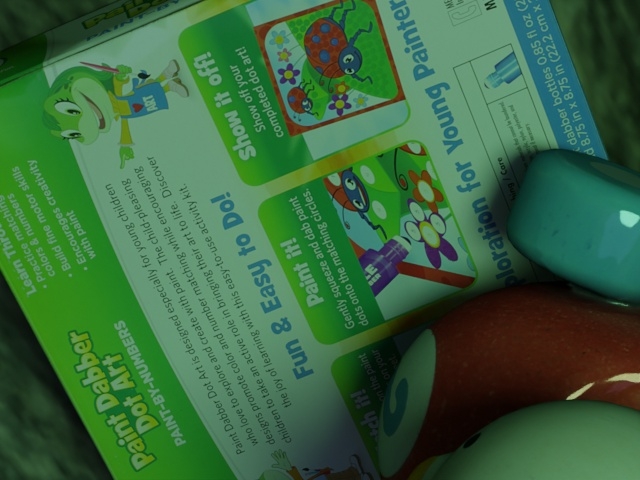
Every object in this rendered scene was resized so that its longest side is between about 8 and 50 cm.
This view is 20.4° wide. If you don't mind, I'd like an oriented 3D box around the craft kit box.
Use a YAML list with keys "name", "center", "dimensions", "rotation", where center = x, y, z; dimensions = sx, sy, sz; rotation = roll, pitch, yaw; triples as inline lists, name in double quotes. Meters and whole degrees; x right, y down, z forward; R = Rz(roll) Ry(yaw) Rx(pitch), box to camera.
- name: "craft kit box"
  center: [0.000, 0.000, 0.746]
  dimensions: [0.247, 0.061, 0.250]
  rotation: [-23, 114, 1]

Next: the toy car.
- name: "toy car"
  center: [0.081, 0.098, 0.611]
  dimensions: [0.210, 0.238, 0.219]
  rotation: [27, 104, 28]
